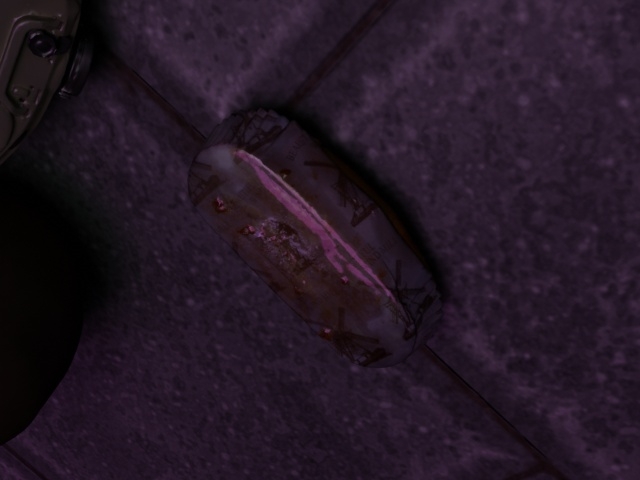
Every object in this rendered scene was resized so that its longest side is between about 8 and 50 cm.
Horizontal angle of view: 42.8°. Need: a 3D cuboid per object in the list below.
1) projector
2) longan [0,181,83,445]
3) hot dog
[{"bbox_3d":[-0.289,-0.173,0.670,0.193,0.088,0.269,15,127,-28],"label":"projector"},{"bbox_3d":[-0.395,0.071,0.806,0.319,0.319,0.319,12,126,18],"label":"longan"},{"bbox_3d":[0.000,0.000,0.713,0.144,0.075,0.268,-34,100,33],"label":"hot dog"}]
